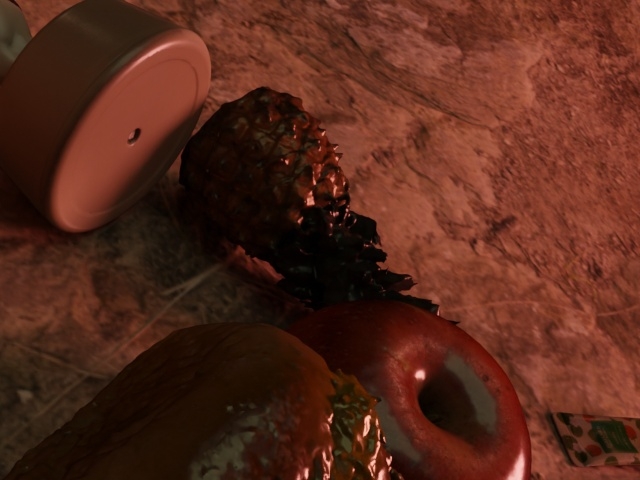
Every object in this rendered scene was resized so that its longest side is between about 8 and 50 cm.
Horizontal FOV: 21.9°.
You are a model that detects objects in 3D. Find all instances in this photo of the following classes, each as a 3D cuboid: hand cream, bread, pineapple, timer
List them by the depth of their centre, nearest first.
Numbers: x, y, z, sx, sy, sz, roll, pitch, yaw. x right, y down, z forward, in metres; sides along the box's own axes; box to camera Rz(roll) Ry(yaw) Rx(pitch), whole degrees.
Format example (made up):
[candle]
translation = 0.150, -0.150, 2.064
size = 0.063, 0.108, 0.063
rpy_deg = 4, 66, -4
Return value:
[bread]
translation = -0.063, 0.176, 0.905
size = 0.246, 0.176, 0.195
rpy_deg = -42, 116, -37
[timer]
translation = -0.236, -0.148, 1.245
size = 0.266, 0.175, 0.175
rpy_deg = 36, 32, 18
[pineapple]
translation = 0.001, -0.001, 1.297
size = 0.248, 0.128, 0.128
rpy_deg = 50, 36, 12
[hand cream]
translation = 0.273, 0.173, 1.416
size = 0.165, 0.037, 0.057
rpy_deg = 6, 44, -29

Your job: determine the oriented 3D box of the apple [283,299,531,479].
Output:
[apple]
translation = 0.040, 0.139, 1.134
size = 0.201, 0.162, 0.201
rpy_deg = 20, 49, -25
